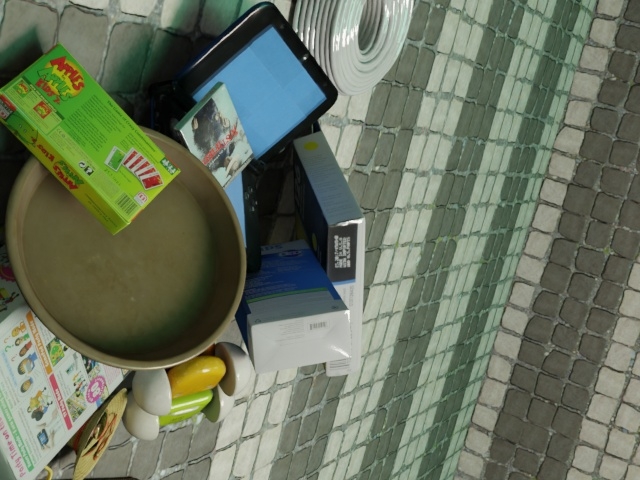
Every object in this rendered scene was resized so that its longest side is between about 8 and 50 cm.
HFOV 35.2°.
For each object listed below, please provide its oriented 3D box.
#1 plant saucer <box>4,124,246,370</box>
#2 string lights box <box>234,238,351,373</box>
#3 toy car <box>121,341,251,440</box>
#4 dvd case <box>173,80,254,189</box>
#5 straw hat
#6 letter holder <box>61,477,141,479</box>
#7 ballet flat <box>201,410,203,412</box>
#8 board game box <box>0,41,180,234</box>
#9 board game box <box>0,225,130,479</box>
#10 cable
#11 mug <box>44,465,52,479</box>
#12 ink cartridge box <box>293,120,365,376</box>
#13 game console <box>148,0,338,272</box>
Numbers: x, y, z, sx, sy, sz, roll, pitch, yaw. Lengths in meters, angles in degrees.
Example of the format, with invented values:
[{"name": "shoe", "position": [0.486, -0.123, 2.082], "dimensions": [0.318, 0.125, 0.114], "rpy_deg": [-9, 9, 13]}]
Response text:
[{"name": "plant saucer", "position": [-0.206, 0.006, 1.081], "dimensions": [0.278, 0.041, 0.278], "rpy_deg": [16, 63, -33]}, {"name": "string lights box", "position": [-0.054, 0.084, 1.423], "dimensions": [0.260, 0.133, 0.077], "rpy_deg": [-123, -153, -65]}, {"name": "toy car", "position": [-0.195, 0.181, 1.378], "dimensions": [0.159, 0.136, 0.182], "rpy_deg": [-11, 150, -30]}, {"name": "dvd case", "position": [-0.124, -0.116, 1.193], "dimensions": [0.087, 0.013, 0.119], "rpy_deg": [-51, 144, -28]}, {"name": "straw hat", "position": [-0.304, 0.236, 1.277], "dimensions": [0.144, 0.061, 0.144], "rpy_deg": [-63, 176, -9]}, {"name": "letter holder", "position": [-0.266, 0.422, 1.306], "dimensions": [0.302, 0.214, 0.152], "rpy_deg": [28, 82, -66]}, {"name": "ballet flat", "position": [-0.176, 0.222, 1.546], "dimensions": [0.057, 0.049, 0.173], "rpy_deg": [-55, 151, -29]}, {"name": "board game box", "position": [-0.242, -0.104, 1.041], "dimensions": [0.181, 0.043, 0.092], "rpy_deg": [48, 53, -13]}, {"name": "board game box", "position": [-0.298, 0.095, 1.146], "dimensions": [0.303, 0.097, 0.224], "rpy_deg": [-50, 148, -40]}, {"name": "cable", "position": [0.053, -0.345, 1.558], "dimensions": [0.257, 0.089, 0.257], "rpy_deg": [-64, 155, -15]}, {"name": "mug", "position": [-0.361, 0.267, 1.186], "dimensions": [0.078, 0.062, 0.064], "rpy_deg": [58, 47, -51]}, {"name": "ink cartridge box", "position": [0.000, 0.000, 1.595], "dimensions": [0.072, 0.307, 0.304], "rpy_deg": [-11, 129, -12]}, {"name": "game console", "position": [-0.083, -0.121, 1.318], "dimensions": [0.293, 0.173, 0.250], "rpy_deg": [40, 40, -63]}]
